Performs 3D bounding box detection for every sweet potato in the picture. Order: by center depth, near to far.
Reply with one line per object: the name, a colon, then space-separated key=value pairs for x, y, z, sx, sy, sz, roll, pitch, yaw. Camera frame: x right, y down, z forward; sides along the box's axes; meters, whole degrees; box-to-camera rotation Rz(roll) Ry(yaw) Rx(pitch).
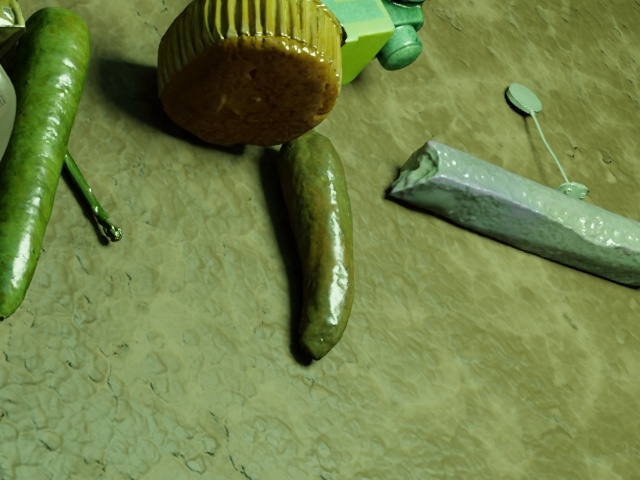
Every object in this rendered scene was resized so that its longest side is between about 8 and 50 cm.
sweet potato: x=0.000 y=0.000 z=1.863 sx=0.075 sy=0.075 sz=0.273 roll=13 pitch=57 yaw=-33

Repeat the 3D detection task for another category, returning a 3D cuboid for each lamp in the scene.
lamp: x=0.271 y=-0.113 z=2.204 sx=0.050 sy=0.056 sz=0.198 roll=9 pitch=43 yaw=-34

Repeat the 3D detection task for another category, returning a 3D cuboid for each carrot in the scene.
carrot: x=-0.274 y=-0.073 z=1.684 sx=0.074 sy=0.074 sz=0.359 roll=23 pitch=52 yaw=-25

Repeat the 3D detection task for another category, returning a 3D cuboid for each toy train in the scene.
toy train: x=-0.025 y=-0.348 z=2.050 sx=0.237 sy=0.150 sz=0.369 roll=-13 pitch=67 yaw=-38

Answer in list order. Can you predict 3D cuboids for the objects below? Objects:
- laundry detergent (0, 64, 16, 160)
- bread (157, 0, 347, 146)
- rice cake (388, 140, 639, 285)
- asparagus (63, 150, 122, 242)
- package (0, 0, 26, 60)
laundry detergent: x=-0.380 y=-0.090 z=1.594 sx=0.237 sy=0.076 sz=0.171 roll=-49 pitch=119 yaw=-31
bread: x=-0.072 y=-0.175 z=1.837 sx=0.199 sy=0.199 sz=0.104 roll=20 pitch=52 yaw=-28
rice cake: x=0.254 y=-0.029 z=2.091 sx=0.399 sy=0.070 sz=0.064 roll=19 pitch=45 yaw=-29
asparagus: x=-0.231 y=-0.050 z=1.743 sx=0.015 sy=0.018 sz=0.127 roll=-31 pitch=78 yaw=-17
package: x=-0.356 y=-0.207 z=1.716 sx=0.131 sy=0.071 sz=0.047 roll=-2 pitch=67 yaw=-39
